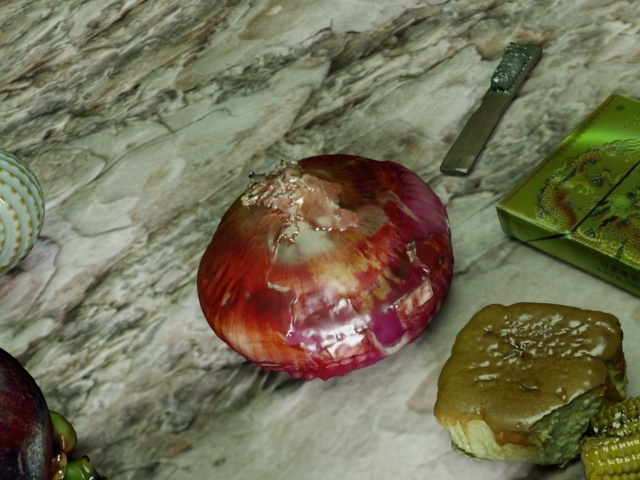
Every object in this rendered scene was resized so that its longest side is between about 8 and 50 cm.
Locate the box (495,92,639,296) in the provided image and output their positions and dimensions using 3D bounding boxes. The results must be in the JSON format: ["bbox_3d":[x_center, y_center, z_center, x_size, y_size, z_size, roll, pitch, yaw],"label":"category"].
[{"bbox_3d":[0.320,-0.016,1.059,0.173,0.043,0.311,-43,47,-20],"label":"box"}]

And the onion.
[{"bbox_3d":[0.000,0.000,1.094,0.230,0.163,0.230,-7,41,6],"label":"onion"}]

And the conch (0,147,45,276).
[{"bbox_3d":[-0.354,-0.019,1.288,0.172,0.131,0.200,-40,0,11],"label":"conch"}]

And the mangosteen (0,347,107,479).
[{"bbox_3d":[-0.298,0.175,1.030,0.216,0.216,0.216,-12,44,12],"label":"mangosteen"}]

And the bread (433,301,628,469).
[{"bbox_3d":[0.163,0.113,0.981,0.140,0.069,0.128,2,49,26],"label":"bread"}]

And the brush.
[{"bbox_3d":[0.170,-0.138,1.257,0.034,0.027,0.190,11,54,34],"label":"brush"}]

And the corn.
[{"bbox_3d":[0.284,0.131,0.909,0.203,0.072,0.072,-18,43,7],"label":"corn"}]

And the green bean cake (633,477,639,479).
[{"bbox_3d":[0.259,0.226,0.700,0.255,0.241,0.132,-8,46,16],"label":"green bean cake"}]
